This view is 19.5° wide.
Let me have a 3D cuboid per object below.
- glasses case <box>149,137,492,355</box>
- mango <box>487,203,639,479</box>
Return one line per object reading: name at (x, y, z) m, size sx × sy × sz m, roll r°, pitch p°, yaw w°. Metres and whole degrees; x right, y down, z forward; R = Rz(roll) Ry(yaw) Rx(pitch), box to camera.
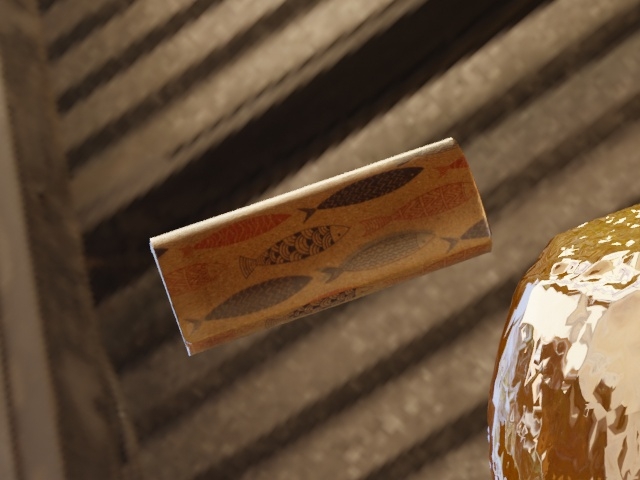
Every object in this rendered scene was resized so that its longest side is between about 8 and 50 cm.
glasses case at (0.000, 0.000, 0.968) m, size 0.169 × 0.041 × 0.065 m, roll -18°, pitch -110°, yaw -6°
mango at (0.108, 0.038, 0.376) m, size 0.141 × 0.102 × 0.217 m, roll -27°, pitch -173°, yaw -5°
